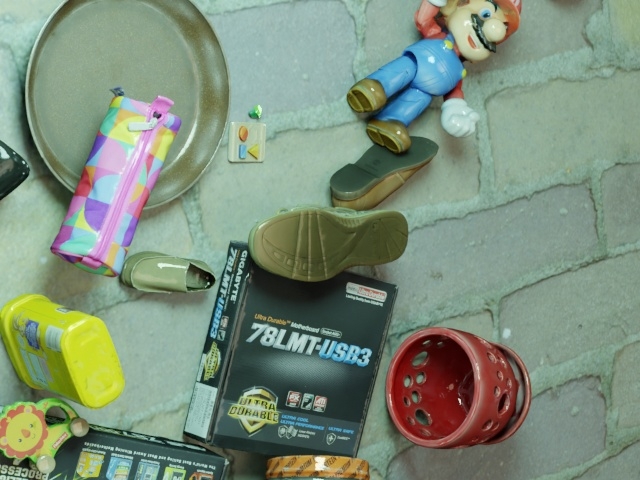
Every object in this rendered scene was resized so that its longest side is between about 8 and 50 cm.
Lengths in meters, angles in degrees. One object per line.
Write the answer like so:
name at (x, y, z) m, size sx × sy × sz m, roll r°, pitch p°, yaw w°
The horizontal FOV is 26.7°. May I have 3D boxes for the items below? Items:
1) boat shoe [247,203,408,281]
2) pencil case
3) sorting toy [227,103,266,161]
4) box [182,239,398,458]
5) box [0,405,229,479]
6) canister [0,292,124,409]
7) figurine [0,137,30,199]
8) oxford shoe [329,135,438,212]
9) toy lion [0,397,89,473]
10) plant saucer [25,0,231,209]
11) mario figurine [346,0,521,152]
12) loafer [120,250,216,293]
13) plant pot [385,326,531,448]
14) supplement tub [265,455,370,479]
boat shoe at (0.000, 0.000, 1.938) m, size 0.285 × 0.089 × 0.104 m, roll -1°, pitch 98°, yaw -42°
pencil case at (-0.258, -0.073, 1.707) m, size 0.104 × 0.104 × 0.236 m, roll 26°, pitch 81°, yaw -38°
sorting toy at (-0.103, -0.154, 1.934) m, size 0.062 × 0.012 × 0.083 m, roll -2°, pitch 98°, yaw -38°
box at (-0.039, 0.173, 2.001) m, size 0.296 × 0.073 × 0.293 m, roll 17°, pitch 87°, yaw -40°
box at (-0.339, 0.398, 1.777) m, size 0.395 × 0.097 × 0.318 m, roll 20°, pitch 87°, yaw -38°
canister at (-0.326, 0.140, 1.698) m, size 0.073 × 0.170 × 0.126 m, roll -30°, pitch 114°, yaw -32°
figurine at (-0.489, -0.078, 1.595) m, size 0.209 × 0.092 × 0.215 m, roll -51°, pitch 123°, yaw -16°
oxford shoe at (0.096, -0.099, 2.079) m, size 0.212 × 0.076 × 0.076 m, roll -29°, pitch 139°, yaw -29°
toy lion at (-0.352, 0.234, 1.668) m, size 0.100 × 0.034 × 0.096 m, roll -48°, pitch 113°, yaw -23°
plant saucer at (-0.257, -0.195, 1.782) m, size 0.311 × 0.050 × 0.310 m, roll -8°, pitch 102°, yaw -38°
mario figurine at (0.198, -0.283, 2.051) m, size 0.320 × 0.170 × 0.198 m, roll -45°, pitch 157°, yaw -16°
loafer at (-0.205, 0.045, 1.858) m, size 0.148 × 0.050 × 0.056 m, roll 0°, pitch 97°, yaw -39°
plant pot at (0.226, 0.240, 2.153) m, size 0.174 × 0.191 × 0.191 m, roll 14°, pitch 88°, yaw -49°
supplement tub at (-0.006, 0.475, 1.937) m, size 0.194 × 0.194 × 0.315 m, roll 15°, pitch 69°, yaw -39°
